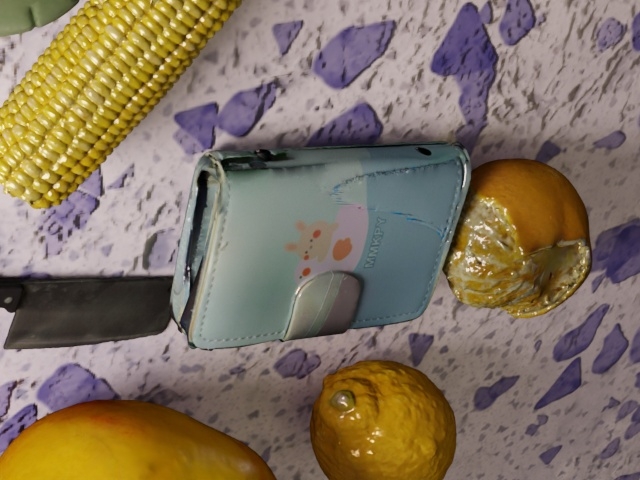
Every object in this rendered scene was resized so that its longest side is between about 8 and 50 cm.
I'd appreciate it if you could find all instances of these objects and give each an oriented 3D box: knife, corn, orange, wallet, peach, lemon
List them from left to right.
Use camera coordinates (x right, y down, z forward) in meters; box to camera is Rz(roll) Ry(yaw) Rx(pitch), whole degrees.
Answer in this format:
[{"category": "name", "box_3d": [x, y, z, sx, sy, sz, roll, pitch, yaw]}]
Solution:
[{"category": "knife", "box_3d": [-0.214, 0.058, 0.962, 0.245, 0.019, 0.072, 2, 124, -42]}, {"category": "peach", "box_3d": [-0.169, 0.284, 1.013, 0.288, 0.289, 0.308, -8, 167, -34]}, {"category": "corn", "box_3d": [-0.128, -0.130, 0.822, 0.248, 0.081, 0.081, -49, 139, 5]}, {"category": "wallet", "box_3d": [0.000, 0.000, 1.038, 0.250, 0.075, 0.176, -5, 124, -34]}, {"category": "lemon", "box_3d": [0.059, 0.184, 1.192, 0.142, 0.142, 0.187, -43, 145, 0]}, {"category": "orange", "box_3d": [0.181, 0.001, 1.141, 0.156, 0.134, 0.157, -19, 123, -32]}]

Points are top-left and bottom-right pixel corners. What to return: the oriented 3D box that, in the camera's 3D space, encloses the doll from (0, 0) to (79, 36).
[{"category": "doll", "box_3d": [-0.175, -0.231, 0.598, 0.268, 0.216, 0.284, 3, 120, -47]}]
